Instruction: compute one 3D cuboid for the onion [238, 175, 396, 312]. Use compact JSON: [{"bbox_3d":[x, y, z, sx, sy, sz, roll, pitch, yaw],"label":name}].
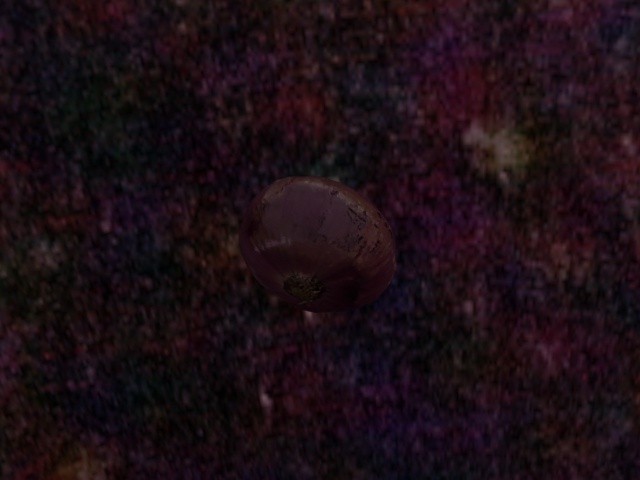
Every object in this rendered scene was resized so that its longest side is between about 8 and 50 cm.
[{"bbox_3d":[0.000,0.000,1.116,0.115,0.115,0.104,7,42,9],"label":"onion"}]
